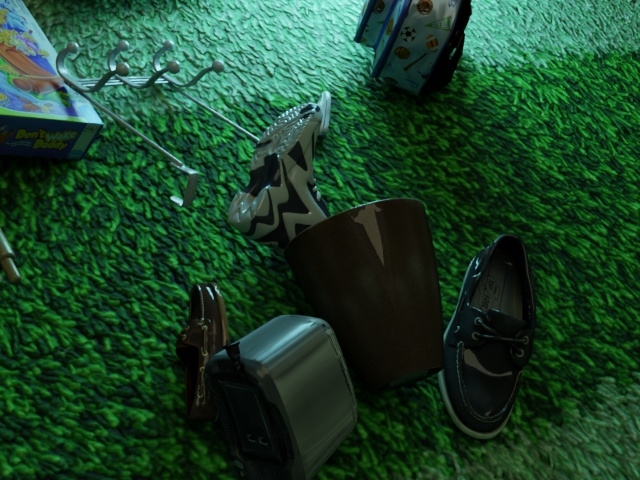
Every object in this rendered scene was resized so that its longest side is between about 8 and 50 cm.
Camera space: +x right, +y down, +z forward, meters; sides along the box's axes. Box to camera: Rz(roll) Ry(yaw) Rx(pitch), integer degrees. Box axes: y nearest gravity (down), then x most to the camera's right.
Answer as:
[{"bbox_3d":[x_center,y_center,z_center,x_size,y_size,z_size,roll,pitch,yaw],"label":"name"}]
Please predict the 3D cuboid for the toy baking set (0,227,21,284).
[{"bbox_3d":[-0.512,0.039,1.270,0.196,0.030,0.256,-27,65,-30],"label":"toy baking set"}]

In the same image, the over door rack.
[{"bbox_3d":[-0.218,-0.206,1.457,0.324,0.108,0.239,45,31,18],"label":"over door rack"}]

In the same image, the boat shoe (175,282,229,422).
[{"bbox_3d":[-0.159,0.146,1.268,0.073,0.073,0.207,1,53,-21],"label":"boat shoe"}]

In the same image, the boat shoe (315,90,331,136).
[{"bbox_3d":[-0.003,-0.223,1.637,0.035,0.035,0.100,13,57,-12],"label":"boat shoe"}]

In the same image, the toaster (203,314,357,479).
[{"bbox_3d":[-0.047,0.192,1.191,0.146,0.129,0.227,-34,114,-42],"label":"toaster"}]

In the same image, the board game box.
[{"bbox_3d":[-0.513,-0.274,1.420,0.233,0.078,0.347,-3,50,-53],"label":"board game box"}]

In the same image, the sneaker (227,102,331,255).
[{"bbox_3d":[-0.032,-0.081,1.434,0.153,0.094,0.235,43,57,-39],"label":"sneaker"}]

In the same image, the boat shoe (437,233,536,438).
[{"bbox_3d":[0.261,0.126,1.395,0.127,0.113,0.340,23,50,0],"label":"boat shoe"}]

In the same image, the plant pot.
[{"bbox_3d":[0.086,0.090,1.328,0.215,0.215,0.231,-11,72,-26],"label":"plant pot"}]

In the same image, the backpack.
[{"bbox_3d":[0.180,-0.407,1.705,0.213,0.276,0.263,15,56,0],"label":"backpack"}]
